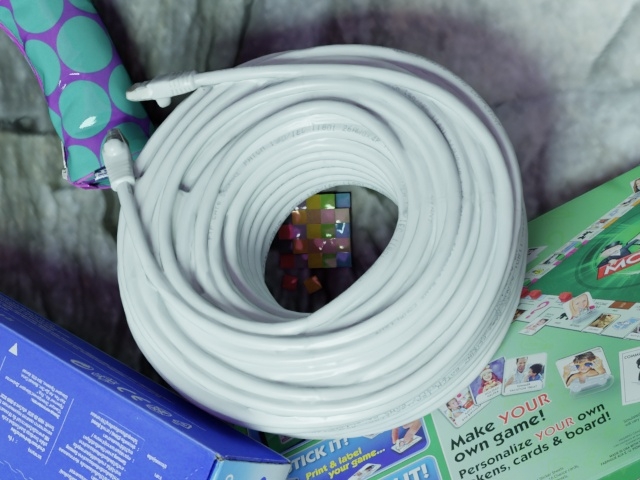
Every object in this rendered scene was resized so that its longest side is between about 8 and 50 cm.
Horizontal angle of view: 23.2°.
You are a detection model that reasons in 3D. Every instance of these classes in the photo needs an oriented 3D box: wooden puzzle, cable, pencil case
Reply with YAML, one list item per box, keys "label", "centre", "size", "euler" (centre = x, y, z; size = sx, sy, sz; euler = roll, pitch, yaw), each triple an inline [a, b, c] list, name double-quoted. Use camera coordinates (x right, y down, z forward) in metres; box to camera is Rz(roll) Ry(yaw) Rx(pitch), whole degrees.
- label: "wooden puzzle"
  centre: [-0.004, -0.005, 1.047]
  size: [0.049, 0.006, 0.083]
  euler: [-2, 93, 10]
- label: "cable"
  centre: [0.000, 0.000, 0.955]
  size: [0.257, 0.089, 0.257]
  euler: [-12, 62, 11]
- label: "pencil case"
  centre: [-0.165, -0.109, 1.042]
  size: [0.070, 0.064, 0.152]
  euler: [-25, 88, -2]

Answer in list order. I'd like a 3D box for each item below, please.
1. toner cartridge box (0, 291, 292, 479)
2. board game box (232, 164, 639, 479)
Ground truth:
- label: "toner cartridge box"
  centre: [-0.194, 0.137, 0.979]
  size: [0.347, 0.075, 0.165]
  euler: [26, 96, 34]
- label: "board game box"
  centre: [0.099, 0.098, 0.943]
  size: [0.317, 0.213, 0.046]
  euler: [-28, 129, 11]
